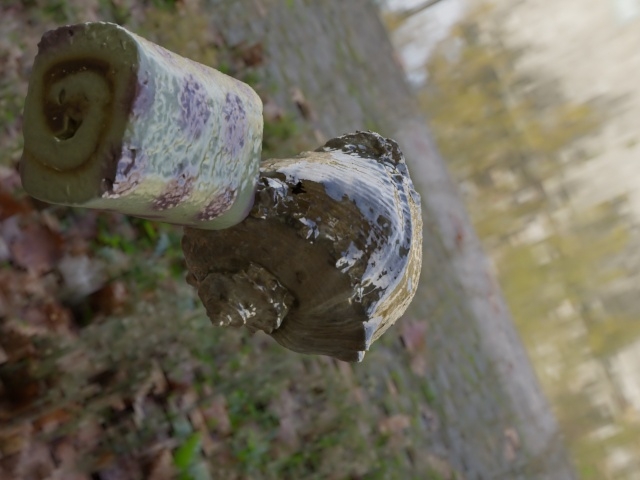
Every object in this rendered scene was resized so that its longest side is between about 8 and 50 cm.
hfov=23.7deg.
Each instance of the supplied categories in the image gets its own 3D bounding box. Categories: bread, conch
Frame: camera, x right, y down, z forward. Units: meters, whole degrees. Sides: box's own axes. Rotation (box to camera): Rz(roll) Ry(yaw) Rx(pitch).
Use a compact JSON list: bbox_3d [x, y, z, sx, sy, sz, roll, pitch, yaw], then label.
[{"bbox_3d":[-0.179,-0.112,1.648,0.338,0.155,0.187,15,79,-70],"label":"bread"},{"bbox_3d":[0.003,0.000,1.922,0.297,0.352,0.210,45,-11,-6],"label":"conch"}]
